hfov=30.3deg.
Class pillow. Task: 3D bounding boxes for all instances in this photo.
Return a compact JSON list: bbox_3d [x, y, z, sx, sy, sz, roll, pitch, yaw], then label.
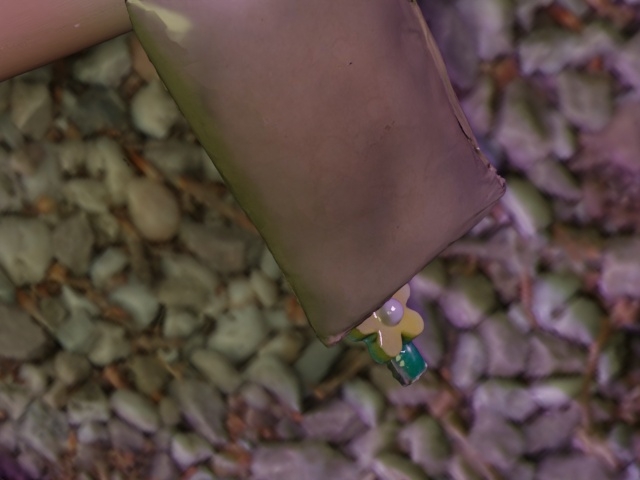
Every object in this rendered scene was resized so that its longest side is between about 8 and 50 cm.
[{"bbox_3d":[0.007,-0.052,0.503,0.119,0.053,0.208,-42,129,-15],"label":"pillow"}]

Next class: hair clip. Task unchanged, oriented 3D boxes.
[{"bbox_3d":[0.000,0.000,0.583,0.049,0.049,0.173,-37,92,22],"label":"hair clip"}]

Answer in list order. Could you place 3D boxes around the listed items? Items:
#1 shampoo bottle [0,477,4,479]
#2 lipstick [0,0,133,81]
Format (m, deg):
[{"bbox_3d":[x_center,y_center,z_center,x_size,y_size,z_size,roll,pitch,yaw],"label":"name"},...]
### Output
[{"bbox_3d":[-0.168,0.222,0.675,0.350,0.084,0.126,36,110,5],"label":"shampoo bottle"},{"bbox_3d":[-0.049,-0.156,0.534,0.326,0.087,0.087,-17,99,21],"label":"lipstick"}]
